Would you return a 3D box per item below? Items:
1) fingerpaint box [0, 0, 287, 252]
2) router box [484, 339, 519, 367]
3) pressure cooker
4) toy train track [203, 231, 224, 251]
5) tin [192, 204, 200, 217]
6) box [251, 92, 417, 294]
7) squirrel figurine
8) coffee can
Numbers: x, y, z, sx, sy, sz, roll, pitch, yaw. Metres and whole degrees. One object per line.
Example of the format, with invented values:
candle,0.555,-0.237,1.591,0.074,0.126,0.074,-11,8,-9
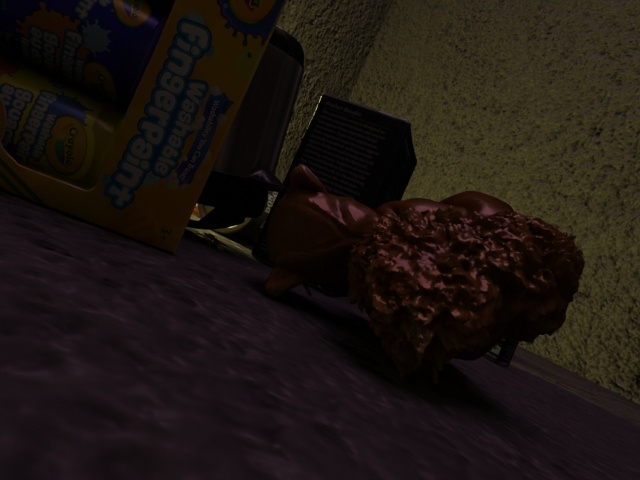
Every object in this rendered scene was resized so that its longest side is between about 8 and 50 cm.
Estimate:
fingerpaint box,-0.279,-0.262,0.545,0.370,0.445,0.163,25,1,-25
router box,0.427,0.224,1.097,0.046,0.133,0.179,23,1,-27
pressure cooker,-0.245,-0.236,0.864,0.375,0.421,0.370,13,12,-28
toy train track,-0.205,0.006,0.820,0.048,0.014,0.083,33,2,-34
tin,-0.368,-0.086,1.402,0.106,0.040,0.189,20,0,8
box,0.053,-0.089,1.022,0.211,0.396,0.293,25,0,18
squirrel figurine,0.113,0.019,0.597,0.369,0.281,0.397,18,-1,-12
coffee can,-0.188,-0.095,1.224,0.201,0.202,0.275,25,0,23
